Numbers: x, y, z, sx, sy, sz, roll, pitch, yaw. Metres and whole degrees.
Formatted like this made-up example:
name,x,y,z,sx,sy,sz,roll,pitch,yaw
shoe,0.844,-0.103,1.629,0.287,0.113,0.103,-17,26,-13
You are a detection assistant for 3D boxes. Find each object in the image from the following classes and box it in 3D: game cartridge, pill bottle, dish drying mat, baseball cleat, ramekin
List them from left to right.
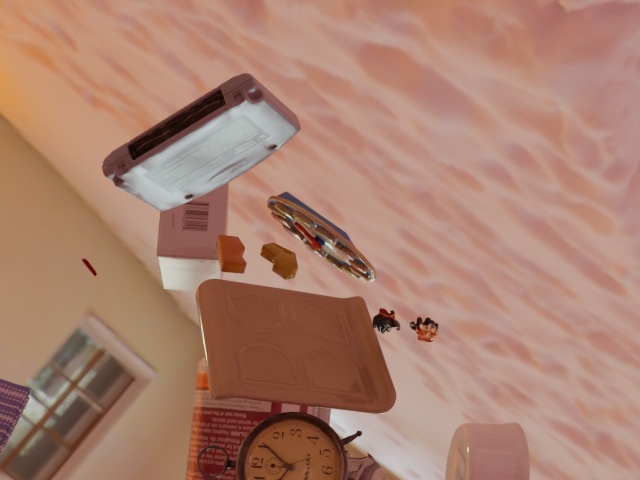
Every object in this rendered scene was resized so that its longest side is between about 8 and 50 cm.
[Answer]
name,x,y,z,sx,sy,sz,roll,pitch,yaw
dish drying mat,-0.337,0.039,1.567,0.032,0.008,0.083,53,169,-5
game cartridge,-0.191,-0.156,1.783,0.198,0.297,0.062,31,-147,-64
pill bottle,-0.105,0.391,1.697,0.224,0.392,0.224,5,171,1
baseball cleat,0.038,0.530,2.255,0.109,0.206,0.072,51,168,4
ramekin,0.372,0.545,2.432,0.135,0.277,0.277,7,167,-5

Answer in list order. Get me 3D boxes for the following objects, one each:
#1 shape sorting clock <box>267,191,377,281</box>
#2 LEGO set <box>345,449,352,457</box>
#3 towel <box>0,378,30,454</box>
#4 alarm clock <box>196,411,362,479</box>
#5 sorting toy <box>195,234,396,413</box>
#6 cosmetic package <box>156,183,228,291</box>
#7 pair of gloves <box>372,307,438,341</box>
name,x,y,z,sx,sy,sz,roll,pitch,yaw
shape sorting clock,0.000,0.000,1.646,0.206,0.040,0.206,39,172,7
LEGO set,-0.030,0.550,2.562,0.244,0.182,0.060,19,141,52
towel,-0.603,0.289,1.646,0.243,0.040,0.336,19,-159,-6
alarm clock,-0.051,0.268,1.257,0.192,0.129,0.064,7,156,4
sorting toy,-0.045,0.107,1.381,0.229,0.041,0.307,6,-145,-18
cosmetic package,-0.294,-0.007,2.504,0.155,0.196,0.365,4,164,-6
pair of gloves,0.106,0.107,1.330,0.083,0.010,0.074,11,157,4
